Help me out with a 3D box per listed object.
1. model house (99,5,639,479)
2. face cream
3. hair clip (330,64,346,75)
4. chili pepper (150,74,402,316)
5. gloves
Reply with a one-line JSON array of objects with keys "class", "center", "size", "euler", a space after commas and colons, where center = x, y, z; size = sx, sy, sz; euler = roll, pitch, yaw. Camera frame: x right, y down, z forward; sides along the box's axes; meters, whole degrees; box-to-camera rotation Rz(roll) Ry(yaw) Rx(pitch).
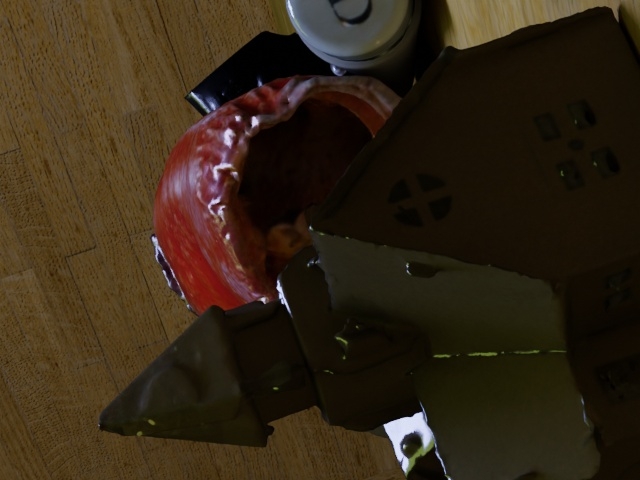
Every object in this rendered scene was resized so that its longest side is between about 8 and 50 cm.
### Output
[{"class": "model house", "center": [0.033, 0.052, 0.778], "size": [0.181, 0.248, 0.176], "euler": [73, 178, -57]}, {"class": "face cream", "center": [0.034, -0.168, 1.371], "size": [0.314, 0.089, 0.143], "euler": [-31, -80, -81]}, {"class": "hair clip", "center": [0.011, -0.247, 1.643], "size": [0.140, 0.054, 0.220], "euler": [-81, -23, -82]}, {"class": "chili pepper", "center": [0.000, 0.000, 1.444], "size": [0.251, 0.229, 0.305], "euler": [56, 176, -4]}, {"class": "gloves", "center": [0.000, -0.095, 1.692], "size": [0.203, 0.164, 0.124], "euler": [47, 135, -3]}]
